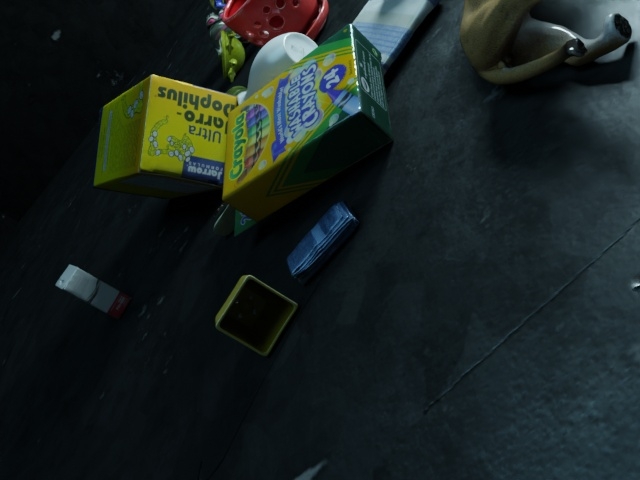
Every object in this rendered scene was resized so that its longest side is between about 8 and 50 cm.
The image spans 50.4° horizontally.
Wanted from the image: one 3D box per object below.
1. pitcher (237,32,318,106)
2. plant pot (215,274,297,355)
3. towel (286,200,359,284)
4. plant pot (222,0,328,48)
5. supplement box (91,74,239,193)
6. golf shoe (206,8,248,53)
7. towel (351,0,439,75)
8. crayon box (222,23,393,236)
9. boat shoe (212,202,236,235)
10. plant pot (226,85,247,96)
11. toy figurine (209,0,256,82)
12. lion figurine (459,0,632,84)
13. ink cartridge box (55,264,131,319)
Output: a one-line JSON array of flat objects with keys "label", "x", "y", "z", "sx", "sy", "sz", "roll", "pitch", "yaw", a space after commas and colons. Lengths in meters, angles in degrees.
[{"label": "pitcher", "x": -0.083, "y": -0.275, "z": 1.289, "sx": 0.207, "sy": 0.126, "sz": 0.177, "roll": -41, "pitch": 43, "yaw": 47}, {"label": "plant pot", "x": -0.094, "y": 0.095, "z": 0.921, "sx": 0.081, "sy": 0.081, "sz": 0.083, "roll": -58, "pitch": 17, "yaw": -5}, {"label": "towel", "x": 0.000, "y": 0.000, "z": 0.928, "sx": 0.119, "sy": 0.029, "sz": 0.067, "roll": -49, "pitch": 27, "yaw": 13}, {"label": "plant pot", "x": -0.092, "y": -0.498, "z": 1.477, "sx": 0.191, "sy": 0.174, "sz": 0.191, "roll": -38, "pitch": 31, "yaw": 28}, {"label": "supplement box", "x": -0.345, "y": -0.208, "z": 1.473, "sx": 0.357, "sy": 0.194, "sz": 0.195, "roll": -1, "pitch": 82, "yaw": 57}, {"label": "golf shoe", "x": -0.195, "y": -0.615, "z": 1.889, "sx": 0.273, "sy": 0.105, "sz": 0.120, "roll": -24, "pitch": 70, "yaw": 32}, {"label": "towel", "x": 0.073, "y": -0.307, "z": 1.154, "sx": 0.285, "sy": 0.034, "sz": 0.209, "roll": -56, "pitch": 29, "yaw": 3}, {"label": "crayon box", "x": -0.047, "y": -0.167, "z": 1.068, "sx": 0.323, "sy": 0.083, "sz": 0.203, "roll": -30, "pitch": 45, "yaw": 30}, {"label": "boat shoe", "x": -0.147, "y": -0.063, "z": 1.212, "sx": 0.133, "sy": 0.049, "sz": 0.042, "roll": -42, "pitch": 37, "yaw": 32}, {"label": "plant pot", "x": -0.153, "y": -0.289, "z": 1.456, "sx": 0.079, "sy": 0.083, "sz": 0.083, "roll": 15, "pitch": 72, "yaw": 50}, {"label": "toy figurine", "x": -0.156, "y": -0.596, "z": 1.737, "sx": 0.191, "sy": 0.217, "sz": 0.362, "roll": -133, "pitch": 36, "yaw": -59}, {"label": "lion figurine", "x": 0.222, "y": -0.311, "z": 0.810, "sx": 0.240, "sy": 0.142, "sz": 0.391, "roll": -30, "pitch": 40, "yaw": 52}, {"label": "ink cartridge box", "x": -0.491, "y": 0.110, "z": 1.471, "sx": 0.099, "sy": 0.135, "sz": 0.056, "roll": 6, "pitch": 64, "yaw": 59}]
